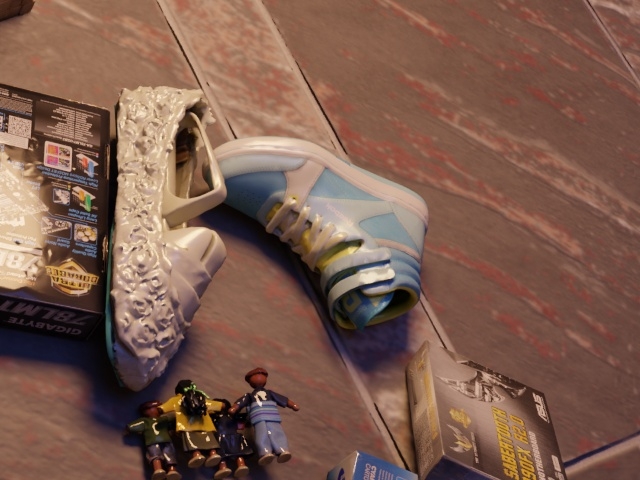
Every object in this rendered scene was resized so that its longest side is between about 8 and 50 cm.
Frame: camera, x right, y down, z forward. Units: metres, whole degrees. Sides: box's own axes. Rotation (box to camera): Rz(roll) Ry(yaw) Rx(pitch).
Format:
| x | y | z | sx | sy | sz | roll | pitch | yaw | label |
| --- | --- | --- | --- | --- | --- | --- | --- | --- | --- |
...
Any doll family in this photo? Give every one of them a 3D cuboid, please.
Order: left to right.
| x | y | z | sx | sy | sz | roll | pitch | yaw | label |
| --- | --- | --- | --- | --- | --- | --- | --- | --- | --- |
| -0.116 | 0.200 | 1.424 | 0.193 | 0.076 | 0.111 | 7 | 51 | -34 | doll family |

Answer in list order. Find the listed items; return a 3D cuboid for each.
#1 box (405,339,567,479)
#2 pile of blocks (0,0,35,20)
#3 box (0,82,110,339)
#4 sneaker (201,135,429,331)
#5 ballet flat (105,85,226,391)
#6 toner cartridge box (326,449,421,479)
| x | y | z | sx | sy | sz | roll | pitch | yaw | label |
| --- | --- | --- | --- | --- | --- | --- | --- | --- | --- |
| 0.200 | 0.236 | 1.547 | 0.183 | 0.056 | 0.231 | 26 | 26 | -14 | box |
| -0.459 | -0.442 | 1.640 | 0.149 | 0.112 | 0.362 | -5 | 61 | -34 | pile of blocks |
| -0.384 | -0.051 | 1.433 | 0.296 | 0.073 | 0.293 | 12 | 54 | -25 | box |
| 0.000 | 0.000 | 1.600 | 0.319 | 0.127 | 0.208 | 17 | 50 | -20 | sneaker |
| -0.175 | -0.026 | 1.480 | 0.147 | 0.147 | 0.409 | 13 | 52 | -24 | ballet flat |
| 0.066 | 0.413 | 1.376 | 0.165 | 0.075 | 0.347 | 26 | 48 | -16 | toner cartridge box |
